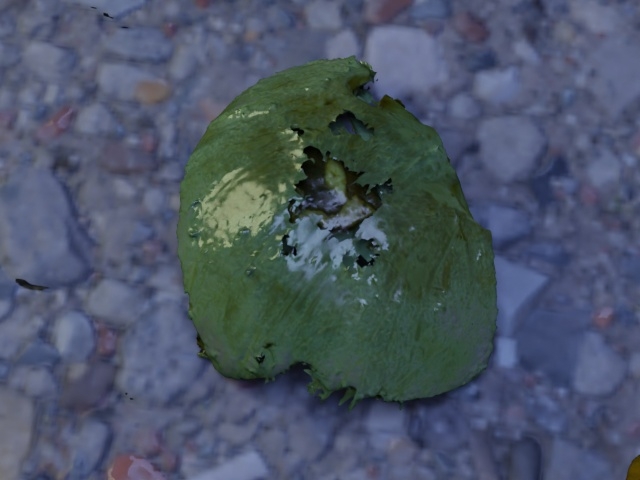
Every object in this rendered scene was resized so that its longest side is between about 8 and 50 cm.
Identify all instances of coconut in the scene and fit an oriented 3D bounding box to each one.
[{"bbox_3d":[0.002,-0.002,0.699,0.133,0.055,0.158,-37,72,-14],"label":"coconut"}]

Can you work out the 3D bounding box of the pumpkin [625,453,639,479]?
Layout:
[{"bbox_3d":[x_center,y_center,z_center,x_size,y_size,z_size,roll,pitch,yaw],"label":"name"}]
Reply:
[{"bbox_3d":[0.110,0.196,0.615,0.130,0.149,0.254,12,50,49],"label":"pumpkin"}]
